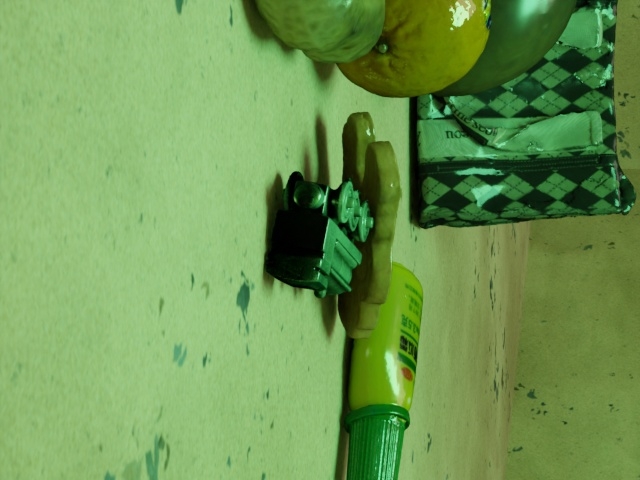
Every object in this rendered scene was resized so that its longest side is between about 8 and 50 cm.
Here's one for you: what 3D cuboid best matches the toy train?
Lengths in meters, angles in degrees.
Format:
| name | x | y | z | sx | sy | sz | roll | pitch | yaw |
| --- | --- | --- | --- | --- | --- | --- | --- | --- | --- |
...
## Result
| name | x | y | z | sx | sy | sz | roll | pitch | yaw |
| --- | --- | --- | --- | --- | --- | --- | --- | --- | --- |
| toy train | 0.000 | 0.000 | 1.233 | 0.170 | 0.071 | 0.111 | 47 | 55 | -72 |

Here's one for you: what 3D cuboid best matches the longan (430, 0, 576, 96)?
| name | x | y | z | sx | sy | sz | roll | pitch | yaw |
| --- | --- | --- | --- | --- | --- | --- | --- | --- | --- |
| longan | 0.187 | -0.318 | 1.656 | 0.243 | 0.300 | 0.300 | 41 | 33 | -15 |

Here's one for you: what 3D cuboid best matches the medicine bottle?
| name | x | y | z | sx | sy | sz | roll | pitch | yaw |
| --- | --- | --- | --- | --- | --- | --- | --- | --- | --- |
| medicine bottle | 0.066 | 0.175 | 1.487 | 0.111 | 0.076 | 0.308 | 56 | 37 | -55 |

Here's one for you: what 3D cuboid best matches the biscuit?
| name | x | y | z | sx | sy | sz | roll | pitch | yaw |
| --- | --- | --- | --- | --- | --- | --- | --- | --- | --- |
| biscuit | 0.046 | -0.008 | 1.358 | 0.144 | 0.040 | 0.236 | -109 | -162 | -59 |

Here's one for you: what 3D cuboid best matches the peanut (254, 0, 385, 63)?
| name | x | y | z | sx | sy | sz | roll | pitch | yaw |
| --- | --- | --- | --- | --- | --- | --- | --- | --- | --- |
| peanut | -0.001 | -0.215 | 1.161 | 0.103 | 0.098 | 0.229 | 50 | 8 | 10 |

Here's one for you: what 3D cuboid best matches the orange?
| name | x | y | z | sx | sy | sz | roll | pitch | yaw |
| --- | --- | --- | --- | --- | --- | --- | --- | --- | --- |
| orange | 0.086 | -0.228 | 1.336 | 0.177 | 0.178 | 0.155 | 70 | 21 | -55 |

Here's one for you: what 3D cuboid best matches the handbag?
| name | x | y | z | sx | sy | sz | roll | pitch | yaw |
| --- | --- | --- | --- | --- | --- | --- | --- | --- | --- |
| handbag | 0.295 | -0.223 | 1.912 | 0.180 | 0.317 | 0.416 | 2 | 88 | -83 |
